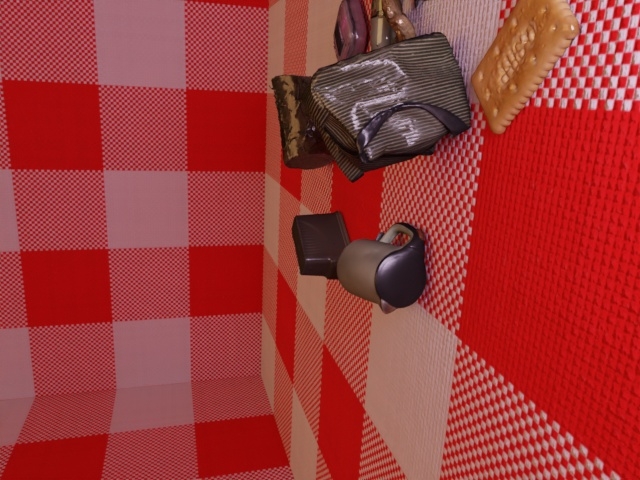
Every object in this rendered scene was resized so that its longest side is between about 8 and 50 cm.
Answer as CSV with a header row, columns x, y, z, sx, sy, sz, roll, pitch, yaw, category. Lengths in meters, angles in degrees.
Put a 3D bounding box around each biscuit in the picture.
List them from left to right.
x,y,z,sx,sy,sz,roll,pitch,yaw,category
0.344,-0.322,0.922,0.250,0.030,0.160,114,150,-57,biscuit

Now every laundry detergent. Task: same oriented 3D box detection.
x,y,z,sx,sy,sz,roll,pitch,yaw,category
0.172,-0.582,1.440,0.099,0.070,0.226,-152,60,-63,laundry detergent

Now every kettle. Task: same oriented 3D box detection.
x,y,z,sx,sy,sz,roll,pitch,yaw,category
0.170,0.060,1.375,0.241,0.165,0.255,-63,16,-5,kettle

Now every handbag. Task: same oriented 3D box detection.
x,y,z,sx,sy,sz,roll,pitch,yaw,category
0.146,-0.285,1.144,0.247,0.340,0.241,157,93,-75,handbag

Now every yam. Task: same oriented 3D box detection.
x,y,z,sx,sy,sz,roll,pitch,yaw,category
-0.060,-0.453,1.989,0.241,0.240,0.349,169,94,-74,yam

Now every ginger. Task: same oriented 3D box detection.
x,y,z,sx,sy,sz,roll,pitch,yaw,category
0.188,-0.580,1.320,0.149,0.065,0.259,55,-160,-62,ginger

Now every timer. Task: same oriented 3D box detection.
x,y,z,sx,sy,sz,roll,pitch,yaw,category
0.093,-0.669,1.717,0.191,0.068,0.209,111,152,-59,timer

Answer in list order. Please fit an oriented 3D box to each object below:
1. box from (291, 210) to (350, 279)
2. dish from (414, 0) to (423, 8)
x,y,z,sx,sy,sz,roll,pitch,yaw,category
0.004,0.023,1.893,0.138,0.178,0.274,105,158,-47,box
0.226,-0.654,1.207,0.236,0.086,0.228,138,129,-70,dish
